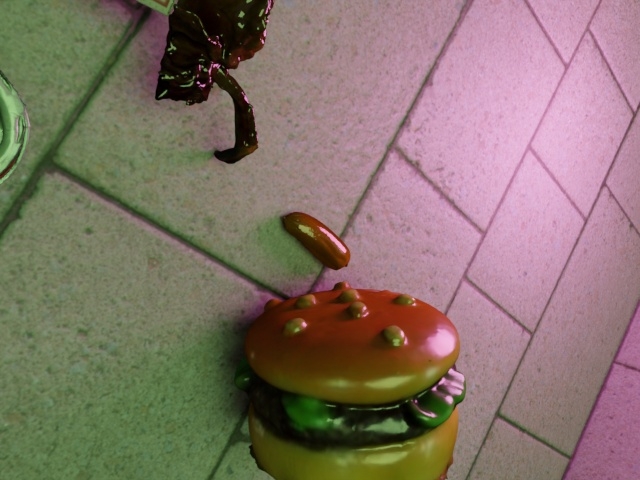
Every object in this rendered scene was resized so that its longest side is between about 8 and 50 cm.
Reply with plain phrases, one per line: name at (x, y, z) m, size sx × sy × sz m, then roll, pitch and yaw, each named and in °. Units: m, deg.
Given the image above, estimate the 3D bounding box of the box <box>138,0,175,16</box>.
box at (-0.294, -0.450, 0.618) m, size 0.330 × 0.095 × 0.210 m, roll 21°, pitch 114°, yaw -29°

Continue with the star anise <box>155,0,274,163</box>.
star anise at (-0.145, -0.249, 0.767) m, size 0.237 × 0.148 × 0.346 m, roll -67°, pitch 171°, yaw -45°

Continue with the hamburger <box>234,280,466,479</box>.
hamburger at (0.067, 0.230, 0.919) m, size 0.396 × 0.396 × 0.277 m, roll -10°, pitch 105°, yaw -34°

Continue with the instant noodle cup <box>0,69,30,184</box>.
instant noodle cup at (-0.425, -0.133, 0.581) m, size 0.207 × 0.233 × 0.207 m, roll -7°, pitch 103°, yaw -33°

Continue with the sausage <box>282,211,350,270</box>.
sausage at (0.000, 0.000, 1.024) m, size 0.183 × 0.054 × 0.062 m, roll 43°, pitch 46°, yaw -31°
